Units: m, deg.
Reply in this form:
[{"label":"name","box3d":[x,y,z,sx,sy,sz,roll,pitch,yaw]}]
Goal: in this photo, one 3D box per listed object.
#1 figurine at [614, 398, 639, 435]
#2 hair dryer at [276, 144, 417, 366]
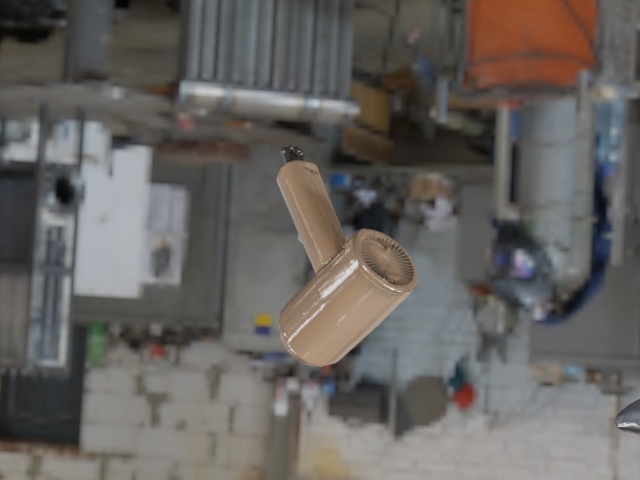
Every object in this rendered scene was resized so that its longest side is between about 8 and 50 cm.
[{"label":"figurine","box3d":[0.218,0.160,0.651,0.265,0.175,0.197,42,133,-17]},{"label":"hair dryer","box3d":[0.000,0.000,1.340,0.064,0.181,0.117,9,138,-41]}]
